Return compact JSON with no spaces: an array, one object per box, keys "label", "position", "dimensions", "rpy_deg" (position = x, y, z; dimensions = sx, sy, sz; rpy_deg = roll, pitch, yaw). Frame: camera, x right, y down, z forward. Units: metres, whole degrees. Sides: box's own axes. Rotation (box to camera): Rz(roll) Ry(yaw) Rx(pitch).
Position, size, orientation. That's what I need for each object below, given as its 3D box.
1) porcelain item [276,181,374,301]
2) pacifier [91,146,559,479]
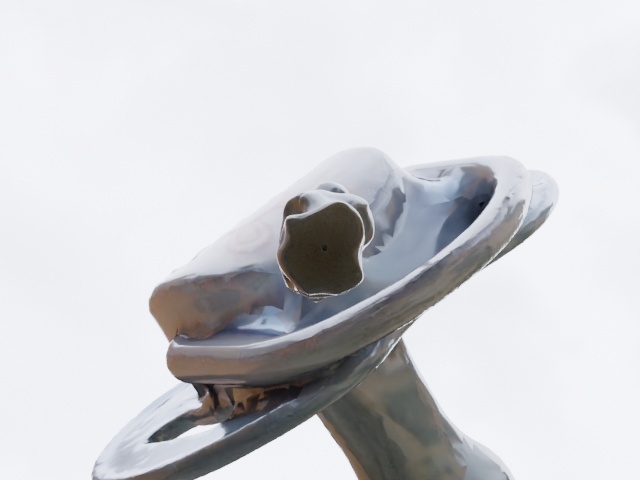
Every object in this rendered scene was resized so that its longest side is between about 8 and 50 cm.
[{"label":"porcelain item","position":[0.000,0.000,0.544],"dimensions":[0.028,0.083,0.036],"rpy_deg":[26,-90,-3]},{"label":"pacifier","position":[0.035,0.076,0.918],"dimensions":[0.238,0.287,0.226],"rpy_deg":[-16,-69,51]}]
